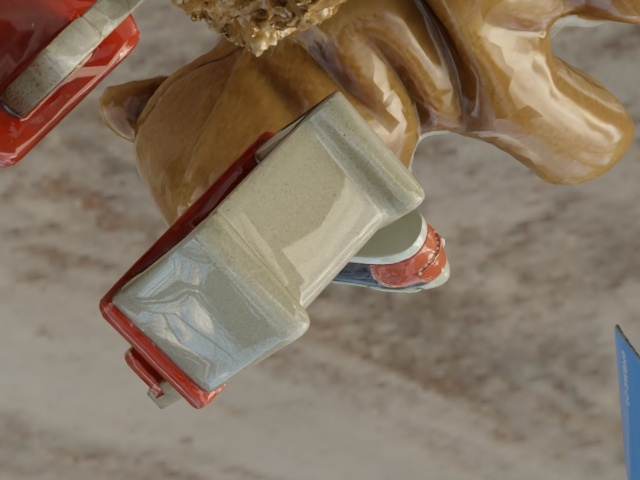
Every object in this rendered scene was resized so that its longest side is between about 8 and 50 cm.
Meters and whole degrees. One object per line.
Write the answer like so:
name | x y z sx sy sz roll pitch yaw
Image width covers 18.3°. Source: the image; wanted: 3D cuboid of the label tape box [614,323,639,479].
label tape box | 0.248 0.211 0.959 0.106 0.334 0.241 -12 121 -4

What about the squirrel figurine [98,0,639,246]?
squirrel figurine | 0.022 -0.159 1.112 0.370 0.281 0.397 -39 138 5

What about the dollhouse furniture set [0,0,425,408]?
dollhouse furniture set | -0.100 -0.064 0.700 0.262 0.259 0.135 -47 -171 -30

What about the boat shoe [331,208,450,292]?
boat shoe | 0.000 0.000 0.994 0.137 0.049 0.043 7 154 32
